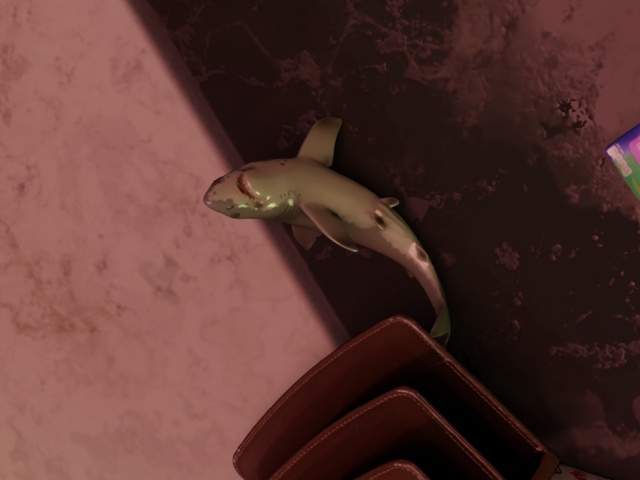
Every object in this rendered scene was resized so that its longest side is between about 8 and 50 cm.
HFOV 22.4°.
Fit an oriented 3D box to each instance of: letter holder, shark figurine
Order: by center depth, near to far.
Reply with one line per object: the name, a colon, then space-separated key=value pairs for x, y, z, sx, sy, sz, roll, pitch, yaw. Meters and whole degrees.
letter holder: x=0.026 y=0.235 z=1.474 sx=0.214 sy=0.152 sz=0.302 roll=45 pitch=129 yaw=0
shark figurine: x=0.026 y=0.002 z=1.530 sx=0.278 sy=0.166 sz=0.116 roll=35 pitch=139 yaw=-6

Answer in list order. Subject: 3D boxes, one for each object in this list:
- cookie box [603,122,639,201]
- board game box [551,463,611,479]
cookie box: x=0.318 y=-0.075 z=1.406 sx=0.107 sy=0.040 sz=0.092 roll=-36 pitch=85 yaw=24
board game box: x=0.233 y=0.370 z=1.526 sx=0.193 sy=0.053 sz=0.305 roll=16 pitch=106 yaw=18
